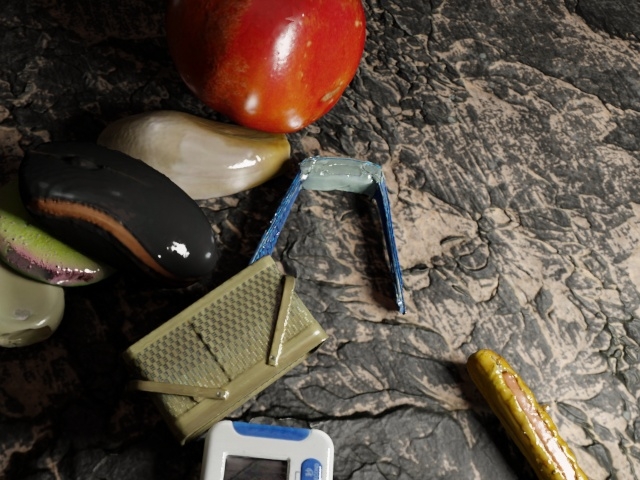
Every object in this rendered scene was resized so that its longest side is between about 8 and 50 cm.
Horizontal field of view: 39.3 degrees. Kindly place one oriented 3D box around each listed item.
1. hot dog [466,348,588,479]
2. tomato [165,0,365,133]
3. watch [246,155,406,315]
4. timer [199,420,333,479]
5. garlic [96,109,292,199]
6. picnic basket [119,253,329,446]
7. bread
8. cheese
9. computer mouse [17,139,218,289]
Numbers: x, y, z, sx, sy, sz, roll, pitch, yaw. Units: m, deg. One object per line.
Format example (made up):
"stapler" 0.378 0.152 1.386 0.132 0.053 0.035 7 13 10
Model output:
"hot dog" 0.306 0.280 1.293 0.061 0.088 0.285 -23 71 -19
"tomato" -0.088 -0.345 1.462 0.325 0.289 0.293 -17 53 -46
"watch" -0.012 -0.005 1.426 0.276 0.068 0.274 -1 65 -9
"timer" -0.077 0.371 1.180 0.178 0.078 0.253 7 59 -3
"garlic" -0.197 -0.142 1.460 0.318 0.112 0.143 3 56 -19
"picnic basket" -0.132 0.153 1.223 0.267 0.165 0.139 -34 82 -16
"bread" -0.392 -0.026 1.347 0.229 0.033 0.228 18 43 -18
"cheese" -0.457 0.048 1.308 0.137 0.064 0.227 -8 59 -34
"computer mouse" -0.292 -0.051 1.331 0.323 0.116 0.183 30 35 -9
